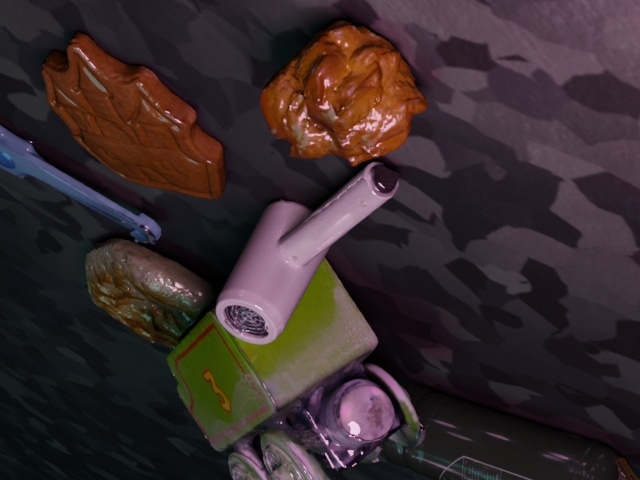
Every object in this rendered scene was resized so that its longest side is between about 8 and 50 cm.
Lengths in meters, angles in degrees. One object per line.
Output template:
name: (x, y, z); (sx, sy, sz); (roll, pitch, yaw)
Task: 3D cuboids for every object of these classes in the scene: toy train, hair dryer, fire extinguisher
toy train: (-0.037, 0.162, 1.497); (0.249, 0.173, 0.307); (56, 156, 5)
hair dryer: (0.000, 0.000, 1.278); (0.073, 0.131, 0.236); (39, 141, -14)
fire extinguisher: (0.225, 0.241, 1.529); (0.311, 0.095, 0.114); (16, -177, 30)

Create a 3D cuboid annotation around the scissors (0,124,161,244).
scissors: (-0.341, -0.103, 1.531); (0.393, 0.032, 0.180); (29, 156, 2)

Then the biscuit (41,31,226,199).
biscuit: (-0.184, -0.113, 1.337); (0.182, 0.034, 0.215); (12, 151, 32)

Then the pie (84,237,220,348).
pie: (-0.182, 0.075, 1.686); (0.240, 0.054, 0.240); (24, 158, 10)

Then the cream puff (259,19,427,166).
cream puff: (0.014, -0.104, 1.068); (0.122, 0.094, 0.116); (23, 153, 24)
